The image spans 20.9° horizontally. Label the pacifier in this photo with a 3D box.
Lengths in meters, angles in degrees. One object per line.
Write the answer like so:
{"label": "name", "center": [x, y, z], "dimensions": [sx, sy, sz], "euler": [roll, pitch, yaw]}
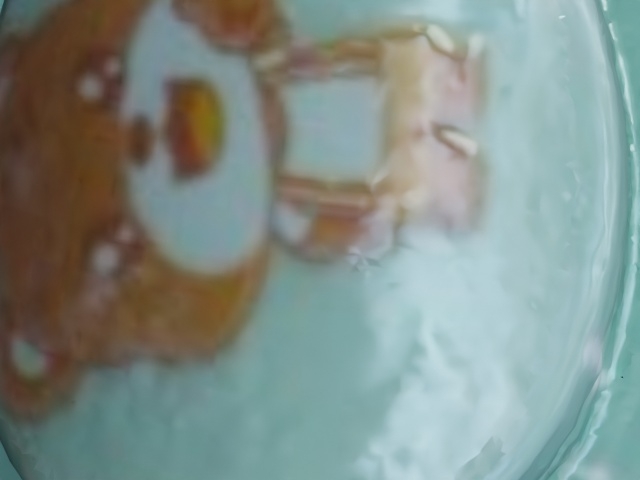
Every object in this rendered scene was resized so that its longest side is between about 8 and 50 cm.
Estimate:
{"label": "pacifier", "center": [0.000, 0.000, 0.483], "dimensions": [0.269, 0.288, 0.343], "euler": [36, 59, -74]}
